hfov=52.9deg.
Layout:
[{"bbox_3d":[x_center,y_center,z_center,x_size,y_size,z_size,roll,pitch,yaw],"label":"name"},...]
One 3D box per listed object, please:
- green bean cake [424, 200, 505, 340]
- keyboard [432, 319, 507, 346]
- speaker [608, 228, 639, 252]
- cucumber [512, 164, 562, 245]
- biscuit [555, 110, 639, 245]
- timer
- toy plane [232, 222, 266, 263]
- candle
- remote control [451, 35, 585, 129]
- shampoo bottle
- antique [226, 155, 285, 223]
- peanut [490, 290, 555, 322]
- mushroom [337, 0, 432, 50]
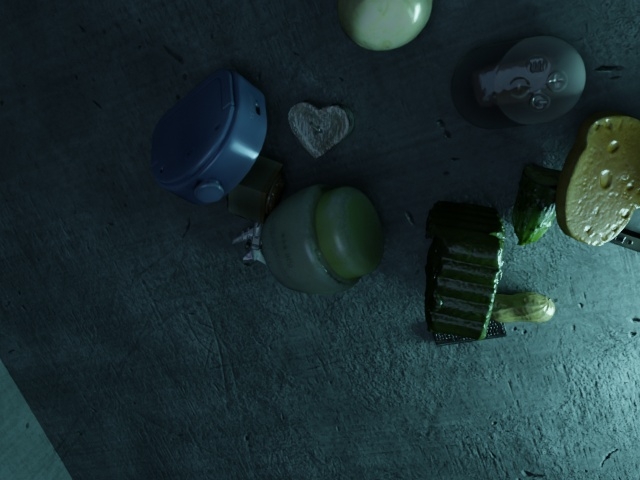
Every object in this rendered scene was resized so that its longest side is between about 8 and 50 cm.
[{"bbox_3d":[0.384,0.078,1.785,0.218,0.335,0.319,10,112,12],"label":"green bean cake"},{"bbox_3d":[0.466,0.283,2.030,0.230,0.025,0.093,-14,106,23],"label":"keyboard"},{"bbox_3d":[0.818,-0.012,1.766,0.191,0.046,0.040,20,119,9],"label":"speaker"},{"bbox_3d":[0.589,-0.081,1.773,0.134,0.134,0.244,16,126,11],"label":"cucumber"},{"bbox_3d":[0.752,-0.155,1.664,0.287,0.057,0.343,7,104,-15],"label":"biscuit"},{"bbox_3d":[-0.315,-0.267,1.849,0.395,0.395,0.173,-29,140,27],"label":"timer"},{"bbox_3d":[-0.207,-0.005,2.098,0.162,0.065,0.171,9,122,1],"label":"toy plane"},{"bbox_3d":[0.001,-0.323,1.877,0.192,0.068,0.168,12,114,14],"label":"candle"},{"bbox_3d":[0.504,-0.403,1.656,0.332,0.103,0.221,-4,110,21],"label":"remote control"},{"bbox_3d":[0.000,0.000,1.881,0.317,0.322,0.322,-16,108,29],"label":"shampoo bottle"},{"bbox_3d":[-0.191,-0.155,1.950,0.148,0.146,0.152,19,142,6],"label":"antique"},{"bbox_3d":[0.583,0.200,1.913,0.214,0.090,0.098,-6,155,20],"label":"peanut"},{"bbox_3d":[0.158,-0.611,1.630,0.246,0.202,0.246,-4,154,-2],"label":"mushroom"}]
